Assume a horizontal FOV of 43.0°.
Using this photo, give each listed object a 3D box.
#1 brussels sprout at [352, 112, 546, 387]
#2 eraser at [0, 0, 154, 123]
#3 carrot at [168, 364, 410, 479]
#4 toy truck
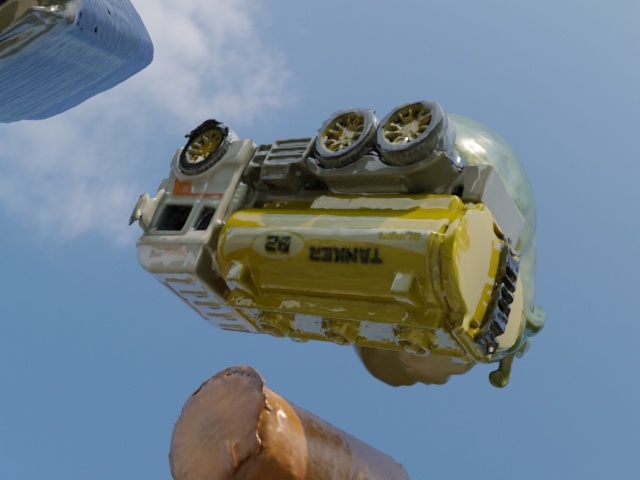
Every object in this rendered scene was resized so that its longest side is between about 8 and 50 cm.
[{"bbox_3d":[0.128,0.006,1.005,0.276,0.371,0.314,-7,-67,11],"label":"brussels sprout"},{"bbox_3d":[-0.229,-0.161,0.627,0.155,0.332,0.101,-26,-82,3],"label":"eraser"},{"bbox_3d":[-0.030,0.268,0.865,0.196,0.196,0.254,-34,-50,14],"label":"carrot"},{"bbox_3d":[0.000,0.000,0.436,0.227,0.114,0.098,2,-34,39],"label":"toy truck"}]
